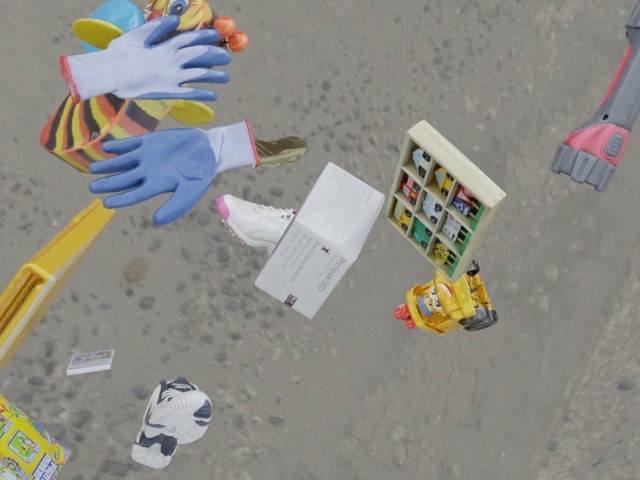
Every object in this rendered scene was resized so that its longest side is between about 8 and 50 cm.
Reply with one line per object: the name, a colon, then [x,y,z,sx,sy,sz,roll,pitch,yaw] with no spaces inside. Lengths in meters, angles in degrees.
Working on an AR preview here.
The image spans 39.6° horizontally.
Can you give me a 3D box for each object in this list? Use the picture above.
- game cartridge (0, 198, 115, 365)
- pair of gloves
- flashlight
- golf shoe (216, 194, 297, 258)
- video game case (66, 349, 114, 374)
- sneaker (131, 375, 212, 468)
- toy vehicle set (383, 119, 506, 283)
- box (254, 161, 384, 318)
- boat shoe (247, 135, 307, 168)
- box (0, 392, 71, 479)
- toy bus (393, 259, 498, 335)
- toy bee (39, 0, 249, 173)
game cartridge: [-0.418,0.092,1.265,0.052,0.324,0.285,36,105,-11]
pair of gloves: [-0.145,-0.112,0.813,0.159,0.023,0.198,-15,76,-12]
flashlight: [0.464,-0.229,1.382,0.103,0.103,0.304,25,98,18]
golf shoe: [-0.108,-0.039,2.017,0.140,0.306,0.115,-37,48,16]
video game case: [-0.474,0.252,1.841,0.087,0.122,0.011,-8,99,-8]
sneaker: [-0.246,0.282,1.544,0.094,0.235,0.153,21,45,-12]
toy vehicle set: [0.183,-0.052,1.374,0.035,0.267,0.166,-39,72,-20]
box: [0.000,0.000,1.510,0.119,0.181,0.182,31,42,-3]
boat shoe: [-0.091,-0.149,1.582,0.153,0.048,0.056,-19,51,-40]
box: [-0.680,0.438,1.650,0.279,0.177,0.290,43,99,-10]
toy bus: [0.256,0.136,1.922,0.211,0.220,0.149,-21,74,16]
toy bee: [-0.164,-0.198,0.906,0.162,0.195,0.298,23,102,34]
